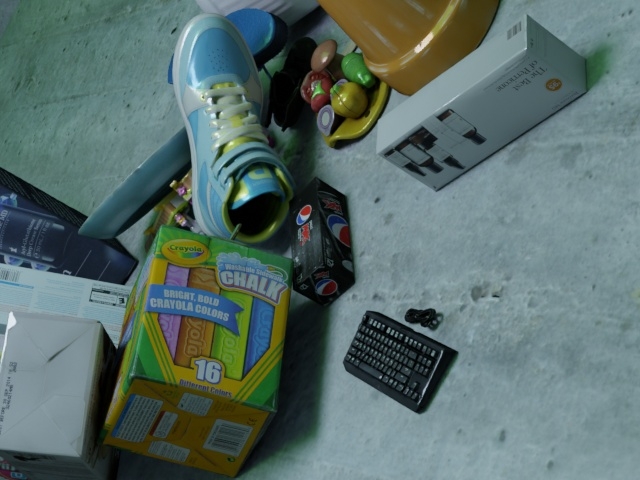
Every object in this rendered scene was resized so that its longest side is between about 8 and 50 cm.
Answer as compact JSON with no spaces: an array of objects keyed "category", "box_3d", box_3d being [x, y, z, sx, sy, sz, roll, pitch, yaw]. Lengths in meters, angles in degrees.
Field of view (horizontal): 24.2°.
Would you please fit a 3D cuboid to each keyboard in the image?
[{"category":"keyboard","box_3d":[0.087,0.117,1.653,0.108,0.023,0.180,-60,29,-3]}]

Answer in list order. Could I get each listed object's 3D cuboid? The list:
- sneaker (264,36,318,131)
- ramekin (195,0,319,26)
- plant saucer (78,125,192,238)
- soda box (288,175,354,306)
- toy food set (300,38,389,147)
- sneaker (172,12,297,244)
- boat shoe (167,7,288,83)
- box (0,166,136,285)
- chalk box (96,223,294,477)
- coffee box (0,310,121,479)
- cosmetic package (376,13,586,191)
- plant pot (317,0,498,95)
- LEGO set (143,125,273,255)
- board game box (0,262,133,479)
[{"category":"sneaker","box_3d":[-0.040,-0.225,2.130,0.089,0.051,0.170,76,-150,-73]},{"category":"ramekin","box_3d":[-0.088,-0.443,2.252,0.127,0.273,0.272,-16,48,35]},{"category":"plant saucer","box_3d":[-0.231,-0.103,2.236,0.317,0.043,0.317,-42,1,1]},{"category":"soda box","box_3d":[0.000,0.000,1.876,0.060,0.053,0.169,-41,33,29]},{"category":"toy food set","box_3d":[0.017,-0.215,2.043,0.128,0.071,0.218,-50,29,16]},{"category":"sneaker","box_3d":[-0.106,-0.142,1.984,0.208,0.127,0.319,-153,53,-68]},{"category":"boat shoe","box_3d":[-0.122,-0.277,2.198,0.258,0.089,0.109,-6,67,52]},{"category":"box","box_3d":[-0.549,0.037,2.366,0.293,0.395,0.212,-58,27,2]},{"category":"chalk box","box_3d":[-0.146,0.108,1.823,0.180,0.179,0.289,119,162,-49]},{"category":"coffee box","box_3d":[-0.322,0.210,1.885,0.297,0.119,0.168,90,-174,-73]},{"category":"cosmetic package","box_3d":[0.179,-0.150,1.689,0.239,0.099,0.060,-35,39,39]},{"category":"plant pot","box_3d":[0.091,-0.318,1.899,0.205,0.188,0.205,-39,33,33]},{"category":"LEGO set","box_3d":[-0.165,-0.043,2.181,0.287,0.107,0.132,-50,-6,25]},{"category":"board game box","box_3d":[-0.398,0.195,2.135,0.097,0.224,0.303,104,175,-52]}]
